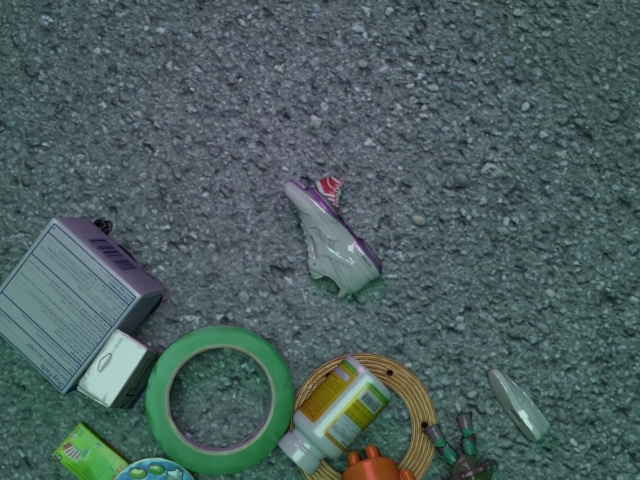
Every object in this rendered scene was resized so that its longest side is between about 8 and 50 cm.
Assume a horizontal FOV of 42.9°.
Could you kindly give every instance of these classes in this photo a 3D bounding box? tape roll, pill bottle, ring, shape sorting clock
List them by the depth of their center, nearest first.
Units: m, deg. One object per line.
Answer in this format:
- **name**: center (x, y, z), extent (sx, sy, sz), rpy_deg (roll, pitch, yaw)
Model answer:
- **pill bottle**: center (0.027, 0.380, 1.752), extent (0.136, 0.136, 0.246), rpy_deg (43, 82, 8)
- **shape sorting clock**: center (-0.364, 0.575, 1.766), extent (0.206, 0.040, 0.206), rpy_deg (0, 88, -14)
- **tape roll**: center (-0.222, 0.346, 1.790), extent (0.321, 0.077, 0.321), rpy_deg (1, 84, -10)
- **ring**: center (0.095, 0.422, 1.829), extent (0.336, 0.032, 0.337), rpy_deg (0, 79, 1)

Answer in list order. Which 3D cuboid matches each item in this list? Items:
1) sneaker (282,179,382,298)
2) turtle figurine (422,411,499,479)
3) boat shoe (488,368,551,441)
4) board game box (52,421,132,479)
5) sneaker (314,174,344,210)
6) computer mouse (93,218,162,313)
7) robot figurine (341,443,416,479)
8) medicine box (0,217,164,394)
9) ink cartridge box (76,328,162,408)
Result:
- **sneaker**: center (0.000, 0.000, 1.858), extent (0.152, 0.114, 0.305), rpy_deg (-39, 92, 11)
- **turtle figurine**: center (0.317, 0.500, 1.757), extent (0.175, 0.118, 0.234), rpy_deg (-15, 76, -20)
- **boat shoe**: center (0.449, 0.359, 1.826), extent (0.063, 0.066, 0.184), rpy_deg (-32, 77, -20)
- **board game box**: center (-0.493, 0.497, 1.807), extent (0.181, 0.043, 0.092), rpy_deg (38, 81, 8)
- **sneaker**: center (0.038, -0.100, 1.932), extent (0.067, 0.042, 0.118), rpy_deg (-23, 77, -1)
- **computer mouse**: center (-0.504, 0.088, 1.885), extent (0.184, 0.060, 0.262), rpy_deg (-38, 80, -8)
- **robot figurine**: center (0.117, 0.544, 1.704), extent (0.158, 0.128, 0.219), rpy_deg (2, 49, -25)
- **medicine box**: center (-0.544, 0.139, 1.795), extent (0.263, 0.149, 0.289), rpy_deg (41, 99, 8)
- **ink cartridge box**: center (-0.429, 0.284, 1.770), extent (0.086, 0.203, 0.148), rpy_deg (31, 80, 6)
